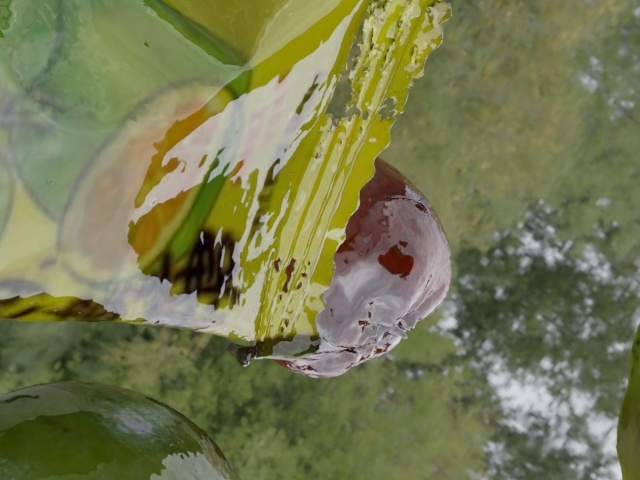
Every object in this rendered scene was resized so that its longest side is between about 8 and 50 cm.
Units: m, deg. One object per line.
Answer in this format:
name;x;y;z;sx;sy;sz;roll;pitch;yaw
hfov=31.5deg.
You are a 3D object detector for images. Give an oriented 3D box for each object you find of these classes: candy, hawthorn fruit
candy;-0.090;-0.031;0.388;0.081;0.297;0.187;42;-62;41
hawthorn fruit;0.000;0.000;0.888;0.185;0.202;0.185;-23;149;-15

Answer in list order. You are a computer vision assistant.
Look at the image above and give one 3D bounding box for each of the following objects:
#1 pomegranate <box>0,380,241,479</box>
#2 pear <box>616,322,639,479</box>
pomegranate;-0.121;0.119;0.428;0.179;0.210;0.179;-35;-164;11
pear;0.324;0.084;0.516;0.391;0.391;0.391;-55;-175;8
